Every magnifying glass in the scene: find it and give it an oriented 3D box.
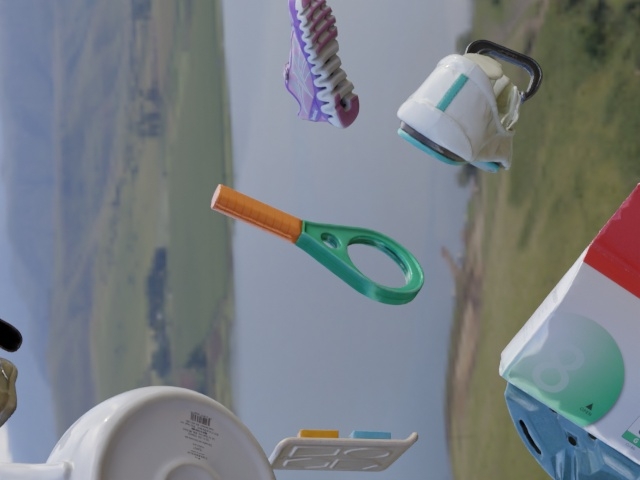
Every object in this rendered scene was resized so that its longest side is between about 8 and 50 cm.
[{"bbox_3d":[0.000,0.000,1.275,0.092,0.230,0.026,-86,22,-53],"label":"magnifying glass"}]

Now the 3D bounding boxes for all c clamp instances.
[{"bbox_3d":[0.293,-0.273,2.140,0.022,0.160,0.137,113,172,-59],"label":"c clamp"}]

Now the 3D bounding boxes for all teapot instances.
[{"bbox_3d":[-0.176,0.267,1.197,0.187,0.252,0.256,-29,91,41],"label":"teapot"}]

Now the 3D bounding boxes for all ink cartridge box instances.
[{"bbox_3d":[0.307,0.085,1.213,0.225,0.181,0.056,-54,9,22],"label":"ink cartridge box"}]

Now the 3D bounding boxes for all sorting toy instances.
[{"bbox_3d":[0.023,0.307,1.866,0.193,0.208,0.038,114,152,-67],"label":"sorting toy"}]

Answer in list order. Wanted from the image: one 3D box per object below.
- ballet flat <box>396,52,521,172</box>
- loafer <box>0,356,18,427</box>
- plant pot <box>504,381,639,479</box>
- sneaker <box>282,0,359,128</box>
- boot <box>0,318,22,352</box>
[{"bbox_3d":[0.188,-0.158,1.562,0.400,0.139,0.139,-9,-83,-76],"label":"ballet flat"},{"bbox_3d":[-0.380,0.163,1.462,0.050,0.056,0.148,46,177,-26],"label":"loafer"},{"bbox_3d":[0.457,0.179,1.776,0.341,0.334,0.341,42,146,36],"label":"plant pot"},{"bbox_3d":[-0.021,-0.289,2.066,0.095,0.104,0.236,-42,-57,-48],"label":"sneaker"},{"bbox_3d":[-0.532,0.078,1.663,0.248,0.206,0.090,44,-129,-41],"label":"boot"}]
